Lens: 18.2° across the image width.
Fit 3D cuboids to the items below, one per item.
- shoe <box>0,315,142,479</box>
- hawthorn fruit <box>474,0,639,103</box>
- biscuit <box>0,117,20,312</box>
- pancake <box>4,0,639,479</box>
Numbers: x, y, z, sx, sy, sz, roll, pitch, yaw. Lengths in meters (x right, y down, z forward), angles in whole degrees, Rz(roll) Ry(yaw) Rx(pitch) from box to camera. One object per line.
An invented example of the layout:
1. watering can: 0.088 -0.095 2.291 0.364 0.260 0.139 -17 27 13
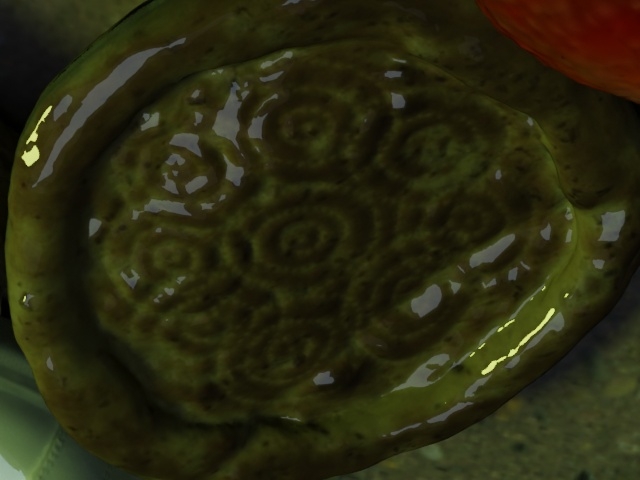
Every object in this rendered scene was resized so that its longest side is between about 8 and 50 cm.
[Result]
1. shoe: -0.100 0.191 0.902 0.132 0.160 0.363 -26 121 30
2. hawthorn fruit: 0.151 -0.119 0.550 0.243 0.207 0.207 23 136 -32
3. biscuit: -0.214 -0.057 0.741 0.239 0.108 0.062 37 119 -18
4. pancake: 0.000 0.000 0.745 0.250 0.031 0.250 -6 128 -8
